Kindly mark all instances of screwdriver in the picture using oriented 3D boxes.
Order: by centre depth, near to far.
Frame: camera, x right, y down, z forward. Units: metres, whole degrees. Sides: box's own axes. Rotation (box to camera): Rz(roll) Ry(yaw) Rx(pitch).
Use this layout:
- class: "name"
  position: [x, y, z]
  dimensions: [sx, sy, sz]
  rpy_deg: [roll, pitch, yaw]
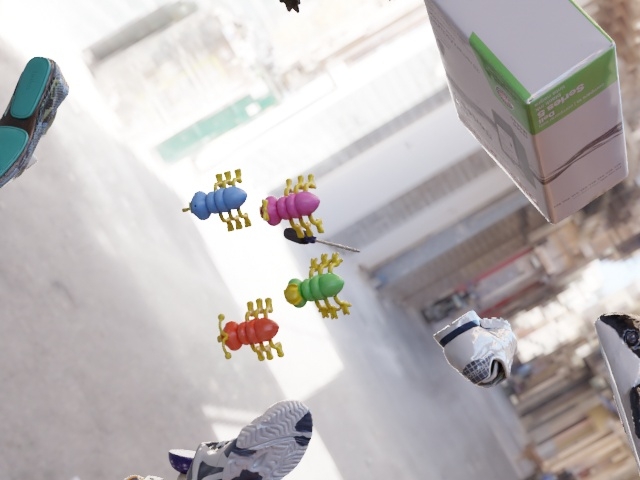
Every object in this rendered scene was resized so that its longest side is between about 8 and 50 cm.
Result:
- class: "screwdriver"
  position: [0.000, 0.000, 1.774]
  dimensions: [0.025, 0.024, 0.170]
  rpy_deg: [43, -17, -30]

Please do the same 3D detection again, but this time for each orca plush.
- class: "orca plush"
  position: [0.363, 0.199, 1.264]
  dimensions: [0.151, 0.102, 0.287]
  rpy_deg: [62, 13, -58]

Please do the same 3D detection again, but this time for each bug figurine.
- class: "bug figurine"
  position: [-0.078, 0.024, 1.772]
  dimensions: [0.072, 0.216, 0.279]
  rpy_deg: [-2, 77, -68]

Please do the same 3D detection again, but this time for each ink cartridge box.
- class: "ink cartridge box"
  position: [0.229, -0.170, 1.401]
  dimensions: [0.198, 0.115, 0.273]
  rpy_deg: [54, -3, 31]

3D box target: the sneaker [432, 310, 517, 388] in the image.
- class: "sneaker"
  position: [0.231, 0.165, 1.798]
  dimensions: [0.095, 0.090, 0.235]
  rpy_deg: [57, 18, 20]

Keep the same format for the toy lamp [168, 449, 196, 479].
- class: "toy lamp"
  position: [-0.224, 0.461, 1.945]
  dimensions: [0.080, 0.080, 0.275]
  rpy_deg: [25, 74, -80]

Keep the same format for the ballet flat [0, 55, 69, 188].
- class: "ballet flat"
  position: [-0.345, -0.124, 1.492]
  dimensions: [0.070, 0.188, 0.070]
  rpy_deg: [24, -16, 7]

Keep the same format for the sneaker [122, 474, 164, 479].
- class: "sneaker"
  position: [-0.295, 0.495, 2.363]
  dimensions: [0.126, 0.321, 0.127]
  rpy_deg: [94, -13, -51]

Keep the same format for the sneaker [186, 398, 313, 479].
- class: "sneaker"
  position: [-0.109, 0.291, 1.741]
  dimensions: [0.094, 0.235, 0.153]
  rpy_deg: [29, 9, -23]

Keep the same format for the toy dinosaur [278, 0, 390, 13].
- class: "toy dinosaur"
  position: [0.004, -0.358, 1.424]
  dimensions: [0.313, 0.160, 0.121]
  rpy_deg: [49, -31, 0]
